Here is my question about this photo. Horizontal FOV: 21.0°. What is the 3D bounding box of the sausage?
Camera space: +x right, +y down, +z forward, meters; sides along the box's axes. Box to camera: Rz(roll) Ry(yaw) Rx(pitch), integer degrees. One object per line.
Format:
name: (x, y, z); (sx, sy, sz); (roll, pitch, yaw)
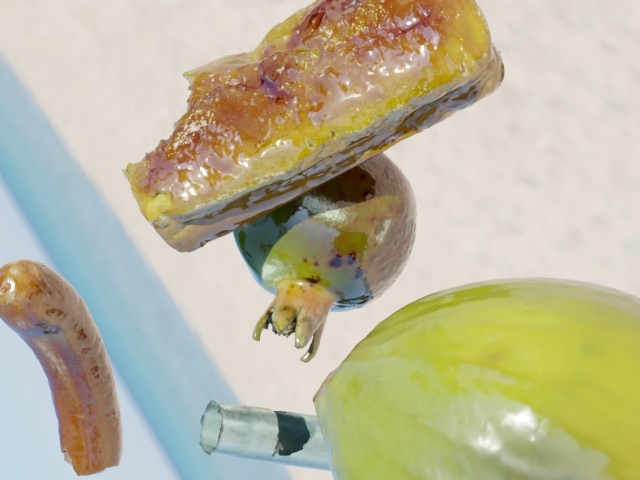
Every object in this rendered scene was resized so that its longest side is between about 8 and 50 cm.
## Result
sausage: (-0.284, 0.132, 1.913); (0.076, 0.103, 0.302); (5, 131, 27)

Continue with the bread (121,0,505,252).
bread: (-0.019, -0.144, 1.649); (0.109, 0.380, 0.185); (49, -164, -55)

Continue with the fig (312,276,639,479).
fig: (0.166, 0.175, 1.392); (0.343, 0.343, 0.343); (57, 172, 13)

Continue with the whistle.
whistle: (0.019, 0.227, 1.906); (0.062, 0.312, 0.062); (-38, 47, 55)

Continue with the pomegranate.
pomegranate: (-0.011, -0.004, 1.760); (0.198, 0.246, 0.198); (26, 138, 26)
